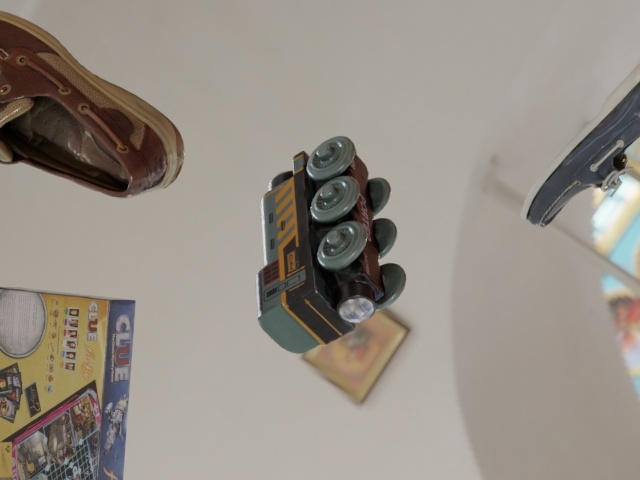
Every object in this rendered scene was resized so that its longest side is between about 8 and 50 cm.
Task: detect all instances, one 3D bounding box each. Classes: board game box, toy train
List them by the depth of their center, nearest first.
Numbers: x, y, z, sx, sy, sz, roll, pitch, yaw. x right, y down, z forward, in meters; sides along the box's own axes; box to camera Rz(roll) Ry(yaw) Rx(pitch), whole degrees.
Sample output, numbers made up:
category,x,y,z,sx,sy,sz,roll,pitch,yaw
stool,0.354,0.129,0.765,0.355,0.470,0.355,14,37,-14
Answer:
category,x,y,z,sx,sy,sz,roll,pitch,yaw
board game box,-0.271,0.175,1.588,0.165,0.243,0.042,5,180,34
toy train,0.000,0.000,2.119,0.142,0.190,0.334,46,-155,-37

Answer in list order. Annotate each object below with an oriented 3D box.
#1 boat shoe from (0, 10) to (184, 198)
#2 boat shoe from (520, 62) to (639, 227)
category,x,y,z,sx,sy,sz,roll,pitch,yaw
boat shoe,-0.312,-0.140,1.631,0.342,0.123,0.123,31,-150,10
boat shoe,0.336,-0.103,1.832,0.079,0.254,0.095,42,-161,9
